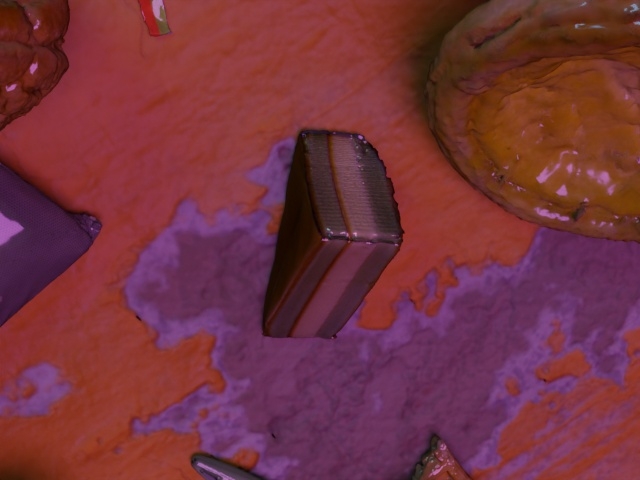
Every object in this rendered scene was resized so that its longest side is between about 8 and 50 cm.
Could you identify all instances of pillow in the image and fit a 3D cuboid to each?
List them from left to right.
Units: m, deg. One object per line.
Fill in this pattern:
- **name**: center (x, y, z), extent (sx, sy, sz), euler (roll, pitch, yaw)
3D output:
- **pillow**: center (-0.307, 0.037, 0.676), extent (0.255, 0.059, 0.169), euler (-45, 113, 4)

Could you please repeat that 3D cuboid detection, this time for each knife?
- **knife**: center (-0.008, 0.285, 0.868), extent (0.293, 0.020, 0.043), euler (34, 96, -19)

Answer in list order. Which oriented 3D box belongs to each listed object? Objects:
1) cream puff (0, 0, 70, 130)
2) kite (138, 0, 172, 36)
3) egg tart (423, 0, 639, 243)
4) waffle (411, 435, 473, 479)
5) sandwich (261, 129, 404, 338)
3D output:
- **cream puff**: center (-0.254, -0.123, 0.565), extent (0.189, 0.189, 0.129), euler (-5, 116, -15)
- **kite**: center (-0.132, -0.239, 0.646), extent (0.241, 0.014, 0.183), euler (-18, 115, -11)
- **egg tart**: center (0.250, -0.111, 0.671), extent (0.345, 0.345, 0.132), euler (32, 67, -25)
- **waffle**: center (0.075, 0.294, 0.904), extent (0.191, 0.032, 0.125), euler (-37, 116, 1)
- **sandwich**: center (0.000, 0.000, 0.776), extent (0.079, 0.113, 0.163), euler (4, 144, -19)
